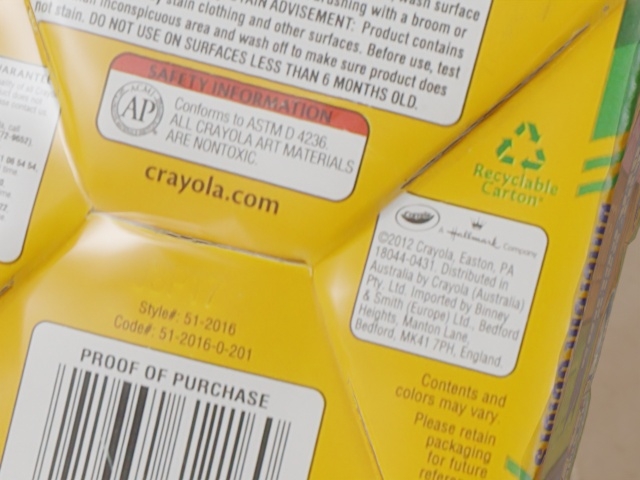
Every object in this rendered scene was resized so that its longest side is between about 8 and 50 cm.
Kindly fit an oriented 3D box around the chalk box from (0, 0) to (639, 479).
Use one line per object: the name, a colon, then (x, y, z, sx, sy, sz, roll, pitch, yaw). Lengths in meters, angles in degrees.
chalk box: (0.000, 0.000, 0.584, 0.180, 0.289, 0.179, 15, 92, 10)
